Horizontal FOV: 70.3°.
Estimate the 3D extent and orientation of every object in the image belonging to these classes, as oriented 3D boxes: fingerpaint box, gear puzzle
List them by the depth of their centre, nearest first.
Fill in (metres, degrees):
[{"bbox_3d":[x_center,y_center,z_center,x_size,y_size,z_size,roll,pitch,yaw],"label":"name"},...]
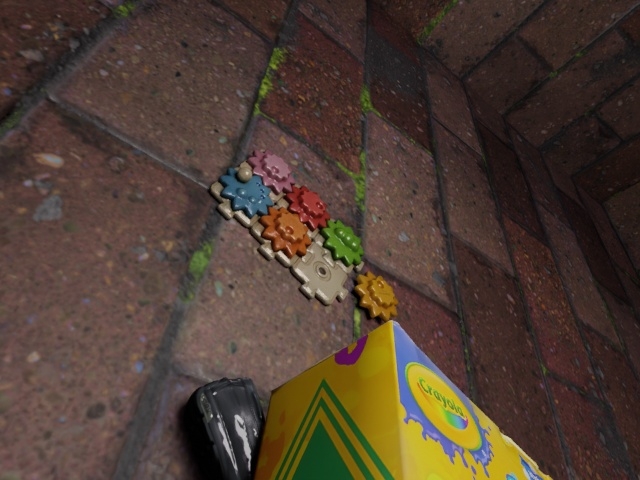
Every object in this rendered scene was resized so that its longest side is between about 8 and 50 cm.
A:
[{"bbox_3d":[0.135,0.345,0.334,0.445,0.163,0.371,45,25,-20],"label":"fingerpaint box"},{"bbox_3d":[0.000,0.000,0.684,0.339,0.044,0.175,45,38,-6],"label":"gear puzzle"}]

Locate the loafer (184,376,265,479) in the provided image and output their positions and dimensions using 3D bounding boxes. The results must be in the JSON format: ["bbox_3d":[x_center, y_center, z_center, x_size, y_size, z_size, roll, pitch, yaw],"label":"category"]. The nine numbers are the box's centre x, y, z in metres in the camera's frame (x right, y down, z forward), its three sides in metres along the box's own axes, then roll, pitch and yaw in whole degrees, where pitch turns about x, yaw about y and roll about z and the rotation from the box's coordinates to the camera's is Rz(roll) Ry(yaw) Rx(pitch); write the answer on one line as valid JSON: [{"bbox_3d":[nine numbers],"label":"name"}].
[{"bbox_3d":[-0.053,0.230,0.412,0.078,0.076,0.223,-7,60,-39],"label":"loafer"}]
